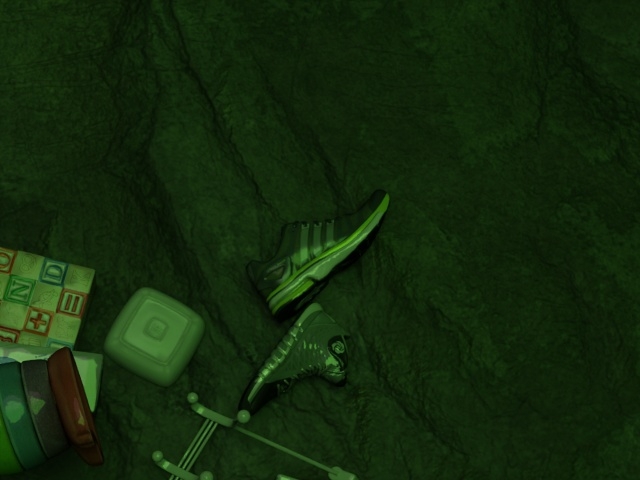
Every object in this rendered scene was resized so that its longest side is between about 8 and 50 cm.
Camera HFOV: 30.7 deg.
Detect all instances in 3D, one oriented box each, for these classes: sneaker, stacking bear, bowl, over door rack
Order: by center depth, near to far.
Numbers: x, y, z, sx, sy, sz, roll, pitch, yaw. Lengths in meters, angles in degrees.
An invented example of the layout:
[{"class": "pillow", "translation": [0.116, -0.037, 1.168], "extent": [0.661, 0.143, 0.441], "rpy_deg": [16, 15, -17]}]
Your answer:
[{"class": "stacking bear", "translation": [-0.465, 0.262, 1.599], "extent": [0.289, 0.175, 0.164], "rpy_deg": [-17, 68, -10]}, {"class": "over door rack", "translation": [-0.127, 0.395, 1.779], "extent": [0.324, 0.108, 0.239], "rpy_deg": [23, 69, 21]}, {"class": "bowl", "translation": [-0.271, 0.152, 1.910], "extent": [0.142, 0.053, 0.142], "rpy_deg": [29, 69, 2]}, {"class": "sneaker", "translation": [-0.026, 0.219, 1.914], "extent": [0.132, 0.086, 0.228], "rpy_deg": [36, 69, 1]}, {"class": "sneaker", "translation": [0.000, 0.000, 1.981], "extent": [0.300, 0.111, 0.121], "rpy_deg": [-40, 78, -21]}]

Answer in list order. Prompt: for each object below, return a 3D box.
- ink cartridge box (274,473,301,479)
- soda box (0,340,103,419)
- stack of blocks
[{"class": "ink cartridge box", "translation": [0.053, 0.505, 1.843], "extent": [0.311, 0.065, 0.185], "rpy_deg": [17, 69, -1]}, {"class": "soda box", "translation": [-0.472, 0.203, 1.739], "extent": [0.286, 0.098, 0.091], "rpy_deg": [9, 71, -9]}, {"class": "stack of blocks", "translation": [-0.478, 0.174, 1.847], "extent": [0.171, 0.087, 0.297], "rpy_deg": [14, 70, -5]}]
